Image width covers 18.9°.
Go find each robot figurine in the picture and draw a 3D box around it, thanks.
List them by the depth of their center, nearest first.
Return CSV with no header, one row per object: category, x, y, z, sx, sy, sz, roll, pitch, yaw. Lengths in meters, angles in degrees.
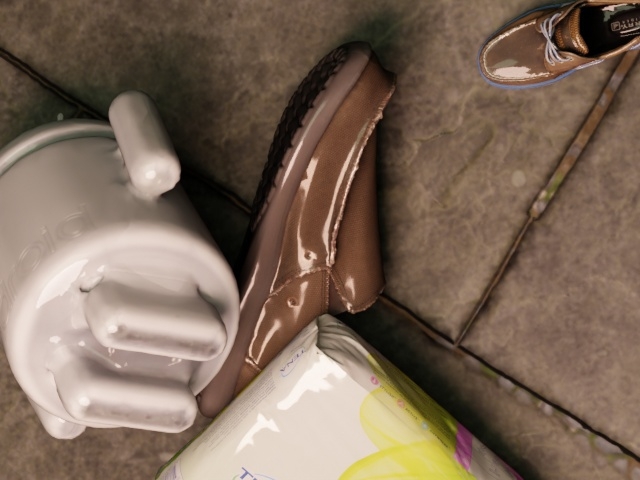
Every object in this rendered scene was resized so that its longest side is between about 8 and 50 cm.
robot figurine,-0.193,0.022,1.658,0.300,0.200,0.353,-64,31,19

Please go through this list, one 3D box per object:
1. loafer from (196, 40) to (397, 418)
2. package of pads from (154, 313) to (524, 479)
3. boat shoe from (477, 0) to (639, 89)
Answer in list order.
loafer,0.000,0.000,1.695,0.130,0.134,0.366,18,110,-8
package of pads,0.035,0.233,1.655,0.296,0.101,0.229,41,106,-11
boat shoe,0.215,-0.177,1.632,0.183,0.066,0.066,-19,88,17
